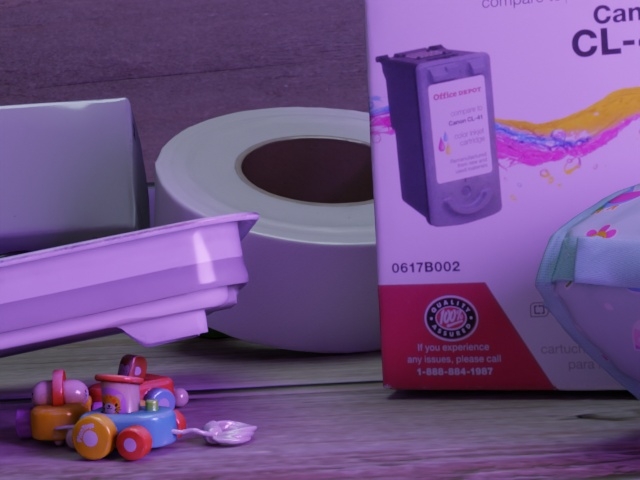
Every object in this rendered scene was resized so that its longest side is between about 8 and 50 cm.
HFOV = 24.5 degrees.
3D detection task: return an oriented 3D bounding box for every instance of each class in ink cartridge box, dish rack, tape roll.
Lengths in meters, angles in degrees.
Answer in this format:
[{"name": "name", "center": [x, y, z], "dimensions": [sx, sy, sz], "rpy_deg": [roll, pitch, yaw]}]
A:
[{"name": "ink cartridge box", "center": [0.152, -0.060, 0.959], "dimensions": [0.226, 0.306, 0.131], "rpy_deg": [-3, 4, 22]}, {"name": "dish rack", "center": [-0.202, 0.054, 0.960], "dimensions": [0.333, 0.072, 0.285], "rpy_deg": [-12, -4, -7]}, {"name": "tape roll", "center": [0.002, -0.018, 1.247], "dimensions": [0.286, 0.100, 0.286], "rpy_deg": [3, 26, -1]}]

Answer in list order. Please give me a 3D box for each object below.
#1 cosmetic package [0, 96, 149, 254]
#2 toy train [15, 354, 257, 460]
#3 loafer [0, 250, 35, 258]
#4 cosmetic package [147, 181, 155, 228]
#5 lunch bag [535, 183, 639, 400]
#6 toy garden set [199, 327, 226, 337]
[{"name": "cosmetic package", "center": [-0.371, -0.024, 1.519], "dimensions": [0.385, 0.156, 0.217], "rpy_deg": [-3, -23, 0]}, {"name": "toy train", "center": [-0.114, 0.094, 0.890], "dimensions": [0.125, 0.046, 0.166], "rpy_deg": [-7, 5, -31]}, {"name": "loafer", "center": [-0.312, 0.066, 1.378], "dimensions": [0.220, 0.080, 0.078], "rpy_deg": [-6, 37, -44]}, {"name": "cosmetic package", "center": [-0.209, -0.012, 1.875], "dimensions": [0.107, 0.127, 0.238], "rpy_deg": [-4, 2, -11]}, {"name": "lunch bag", "center": [0.272, 0.024, 0.752], "dimensions": [0.262, 0.160, 0.223], "rpy_deg": [0, 2, -38]}, {"name": "toy garden set", "center": [-0.085, 0.049, 1.439], "dimensions": [0.204, 0.049, 0.244], "rpy_deg": [-7, 5, -36]}]
